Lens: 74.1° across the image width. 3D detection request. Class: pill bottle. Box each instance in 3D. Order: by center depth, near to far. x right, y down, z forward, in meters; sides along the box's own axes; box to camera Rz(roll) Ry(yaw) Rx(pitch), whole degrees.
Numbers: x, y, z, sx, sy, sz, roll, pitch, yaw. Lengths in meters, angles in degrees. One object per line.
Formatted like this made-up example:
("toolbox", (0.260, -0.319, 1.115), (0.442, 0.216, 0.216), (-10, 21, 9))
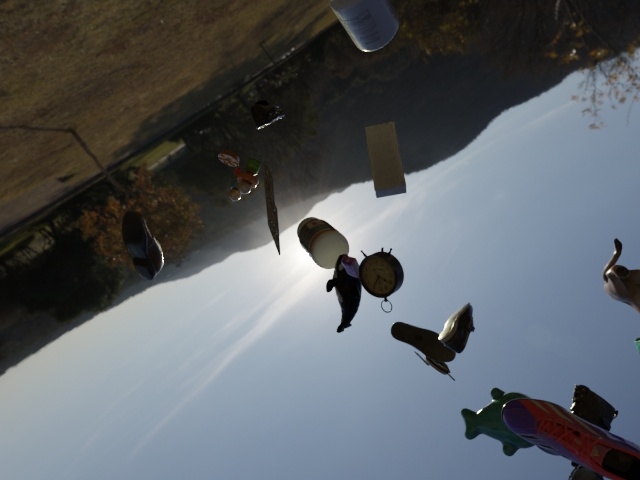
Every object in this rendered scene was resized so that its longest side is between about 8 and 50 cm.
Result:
("pill bottle", (0.095, -0.597, 1.052), (0.131, 0.229, 0.131), (-12, -114, 28))
("pill bottle", (0.000, 0.000, 1.783), (0.162, 0.162, 0.278), (-35, -153, -5))

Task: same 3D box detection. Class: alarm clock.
("alarm clock", (0.181, 0.117, 1.236), (0.129, 0.192, 0.064), (-4, -174, 40))

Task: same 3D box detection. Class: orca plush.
("orca plush", (0.099, 0.200, 1.538), (0.102, 0.151, 0.288), (-156, -103, -67))

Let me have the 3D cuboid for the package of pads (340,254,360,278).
("package of pads", (0.103, 0.086, 1.371), (0.050, 0.083, 0.032), (15, -120, 34))

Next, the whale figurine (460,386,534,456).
("whale figurine", (0.601, 0.605, 1.425), (0.271, 0.141, 0.217), (-18, -121, 30))

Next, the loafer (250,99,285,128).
("loafer", (-0.170, -0.414, 1.352), (0.080, 0.078, 0.220), (-23, -162, 11))

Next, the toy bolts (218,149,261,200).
("toy bolts", (-0.403, -0.291, 2.002), (0.228, 0.218, 0.159), (133, -23, -68))

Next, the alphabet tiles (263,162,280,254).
("alphabet tiles", (-0.151, -0.104, 1.297), (0.009, 0.237, 0.198), (-9, -147, -12))

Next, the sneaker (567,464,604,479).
("sneaker", (0.602, 0.639, 0.981), (0.083, 0.224, 0.098), (13, -168, 38))

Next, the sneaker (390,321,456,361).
("sneaker", (0.351, 0.324, 1.390), (0.222, 0.118, 0.083), (23, -87, 36))

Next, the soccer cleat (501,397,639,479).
("soccer cleat", (0.575, 0.448, 0.950), (0.318, 0.116, 0.109), (19, -95, 25))

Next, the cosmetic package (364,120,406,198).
("cosmetic package", (0.205, -0.256, 1.344), (0.098, 0.239, 0.060), (-10, 156, 11))

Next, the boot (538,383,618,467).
("boot", (0.752, 0.536, 1.262), (0.229, 0.262, 0.091), (-61, -176, -27))

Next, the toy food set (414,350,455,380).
("toy food set", (0.526, 0.554, 1.914), (0.039, 0.192, 0.132), (-56, -158, 3))

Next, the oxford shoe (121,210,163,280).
("oxford shoe", (-0.475, 0.003, 1.145), (0.076, 0.212, 0.076), (14, -142, 17))

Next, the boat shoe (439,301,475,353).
("boat shoe", (0.388, 0.240, 1.171), (0.075, 0.065, 0.206), (-51, 169, 36))

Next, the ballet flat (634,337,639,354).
("ballet flat", (1.118, 0.323, 1.415), (0.083, 0.247, 0.087), (-17, -120, 5))

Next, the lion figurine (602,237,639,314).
("lion figurine", (0.842, 0.170, 1.064), (0.142, 0.392, 0.240), (-36, 163, 0))
